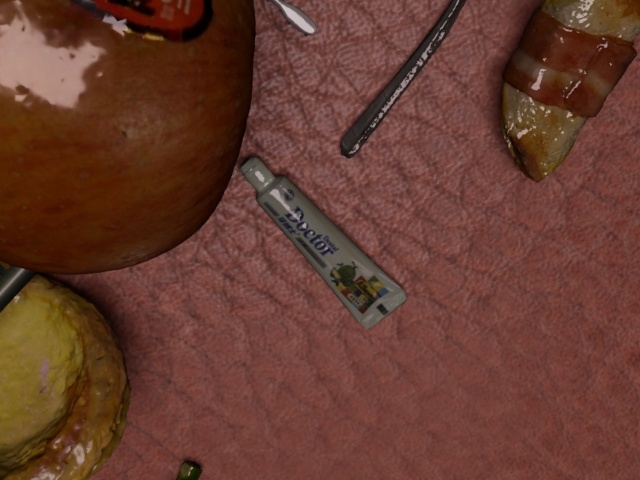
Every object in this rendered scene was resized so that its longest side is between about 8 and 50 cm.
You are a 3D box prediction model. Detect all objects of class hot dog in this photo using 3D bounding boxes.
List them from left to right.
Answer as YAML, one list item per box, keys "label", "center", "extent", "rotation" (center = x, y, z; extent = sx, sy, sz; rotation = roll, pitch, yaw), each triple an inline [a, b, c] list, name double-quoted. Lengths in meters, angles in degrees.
- label: "hot dog"
  center: [0.267, -0.197, 0.976]
  extent: [0.123, 0.093, 0.262]
  rotation: [20, 117, -17]

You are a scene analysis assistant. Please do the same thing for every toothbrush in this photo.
- label: "toothbrush"
  center: [-0.113, -0.313, 0.962]
  extent: [0.275, 0.025, 0.019]
  rotation: [38, 93, -9]
- label: "toothbrush"
  center: [0.118, -0.210, 0.995]
  extent: [0.030, 0.030, 0.297]
  rotation: [35, 99, -21]

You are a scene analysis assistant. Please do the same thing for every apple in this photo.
- label: "apple"
  center: [-0.237, -0.175, 0.796]
  extent: [0.333, 0.400, 0.400]
  rotation: [1, 104, -17]

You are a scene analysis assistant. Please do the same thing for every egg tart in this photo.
- label: "egg tart"
  center: [-0.341, 0.177, 0.980]
  extent: [0.294, 0.294, 0.123]
  rotation: [-11, 147, 0]

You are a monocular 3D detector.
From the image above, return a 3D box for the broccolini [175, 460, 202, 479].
- label: "broccolini"
  center: [-0.218, 0.365, 1.116]
  extent: [0.067, 0.058, 0.216]
  rotation: [22, 96, -50]

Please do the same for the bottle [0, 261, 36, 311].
- label: "bottle"
  center: [-0.377, 0.058, 0.938]
  extent: [0.082, 0.082, 0.286]
  rotation: [42, 66, -12]

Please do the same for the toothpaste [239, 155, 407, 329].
- label: "toothpaste"
  center: [0.000, 0.000, 1.038]
  extent: [0.067, 0.037, 0.255]
  rotation: [-41, 106, 7]
